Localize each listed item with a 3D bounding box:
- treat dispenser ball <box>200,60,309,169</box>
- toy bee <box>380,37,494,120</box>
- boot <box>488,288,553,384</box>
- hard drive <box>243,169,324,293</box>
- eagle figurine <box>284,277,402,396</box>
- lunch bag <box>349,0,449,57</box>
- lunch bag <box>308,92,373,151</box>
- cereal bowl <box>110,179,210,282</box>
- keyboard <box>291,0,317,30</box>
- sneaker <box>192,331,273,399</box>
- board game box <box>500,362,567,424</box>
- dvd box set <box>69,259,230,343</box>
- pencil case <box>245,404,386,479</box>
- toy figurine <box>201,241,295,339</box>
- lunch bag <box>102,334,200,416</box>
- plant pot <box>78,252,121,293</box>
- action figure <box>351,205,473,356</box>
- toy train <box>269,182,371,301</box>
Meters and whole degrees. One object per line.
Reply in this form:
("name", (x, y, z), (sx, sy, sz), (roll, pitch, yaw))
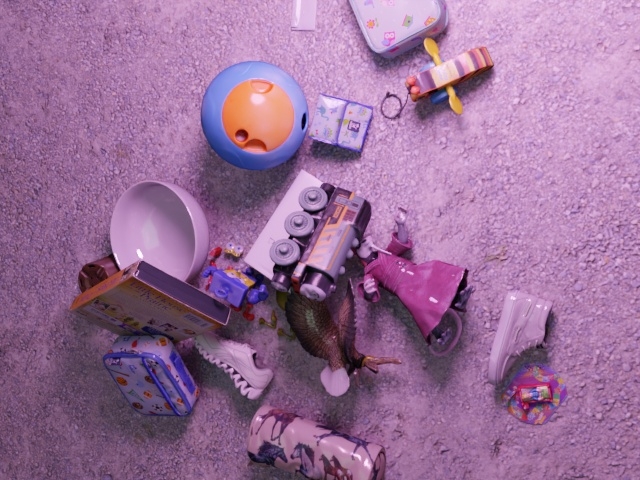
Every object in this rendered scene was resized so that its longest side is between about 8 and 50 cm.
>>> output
("treat dispenser ball", (-0.175, -0.332, 1.695), (0.288, 0.288, 0.288), (3, 99, 21))
("toy bee", (0.283, -0.385, 1.578), (0.195, 0.162, 0.298), (47, 110, 8))
("boot", (0.512, 0.262, 1.614), (0.123, 0.095, 0.258), (15, 102, 25))
("hard drive", (-0.052, -0.017, 1.781), (0.203, 0.040, 0.307), (34, 92, 14))
("eagle figurine", (0.047, 0.245, 1.713), (0.226, 0.225, 0.298), (-30, 124, 7))
("lunch bag", (0.182, -0.621, 1.604), (0.224, 0.108, 0.279), (-24, 82, 29))
("lunch bag", (0.056, -0.319, 1.716), (0.151, 0.096, 0.129), (17, 101, 4))
("cereal bowl", (-0.467, -0.014, 1.922), (0.339, 0.141, 0.339), (2, 95, 27))
("keyboard", (-0.039, -0.709, 1.738), (0.072, 0.014, 0.256), (7, 100, 15))
("sneaker", (-0.266, 0.348, 1.932), (0.292, 0.110, 0.118), (41, 100, 4))
("board game box", (0.556, 0.406, 1.652), (0.133, 0.033, 0.169), (35, 109, 14))
("dvd box set", (-0.504, 0.202, 1.846), (0.307, 0.062, 0.420), (33, 142, -29))
("pencil case", (-0.010, 0.624, 1.832), (0.410, 0.160, 0.184), (14, 93, 19))
("toy figurine", (-0.225, 0.165, 1.821), (0.362, 0.217, 0.191), (31, 107, 15))
("lunch bag", (-0.518, 0.419, 1.965), (0.243, 0.115, 0.303), (-3, 127, 24))
("plant pot", (-0.664, 0.118, 2.012), (0.167, 0.165, 0.167), (3, 99, 20))
("action figure", (0.229, 0.094, 1.689), (0.370, 0.276, 0.248), (33, 76, 32))
("toy train", (0.000, 0.000, 1.637), (0.190, 0.142, 0.334), (19, 62, 14))
